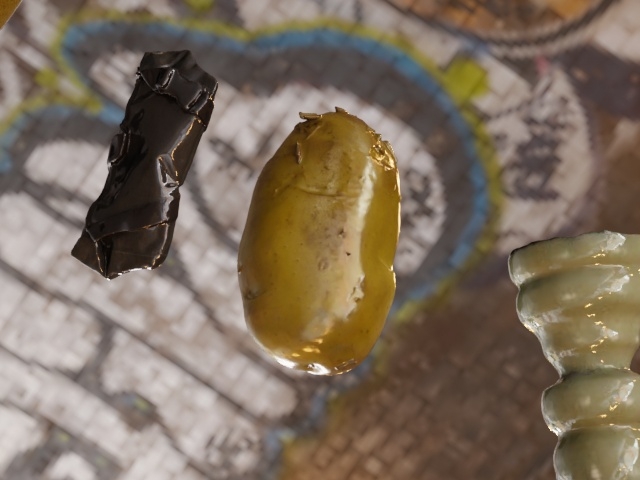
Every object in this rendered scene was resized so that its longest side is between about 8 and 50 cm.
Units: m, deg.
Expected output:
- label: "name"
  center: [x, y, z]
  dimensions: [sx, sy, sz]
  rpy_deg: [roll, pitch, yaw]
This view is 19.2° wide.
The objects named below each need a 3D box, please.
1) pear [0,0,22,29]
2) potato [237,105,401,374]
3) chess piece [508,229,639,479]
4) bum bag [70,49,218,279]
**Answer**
- label: "pear"
  center: [-0.450, -0.343, 2.048]
  dimensions: [0.314, 0.314, 0.314]
  rpy_deg: [-54, -173, 10]
- label: "potato"
  center: [0.000, 0.000, 2.029]
  dimensions: [0.140, 0.172, 0.300]
  rpy_deg: [88, 10, -65]
- label: "chess piece"
  center: [0.241, 0.123, 1.665]
  dimensions: [0.133, 0.133, 0.243]
  rpy_deg: [143, -55, -67]
- label: "bum bag"
  center: [-0.141, -0.063, 1.524]
  dimensions: [0.049, 0.087, 0.198]
  rpy_deg: [28, 79, -62]
